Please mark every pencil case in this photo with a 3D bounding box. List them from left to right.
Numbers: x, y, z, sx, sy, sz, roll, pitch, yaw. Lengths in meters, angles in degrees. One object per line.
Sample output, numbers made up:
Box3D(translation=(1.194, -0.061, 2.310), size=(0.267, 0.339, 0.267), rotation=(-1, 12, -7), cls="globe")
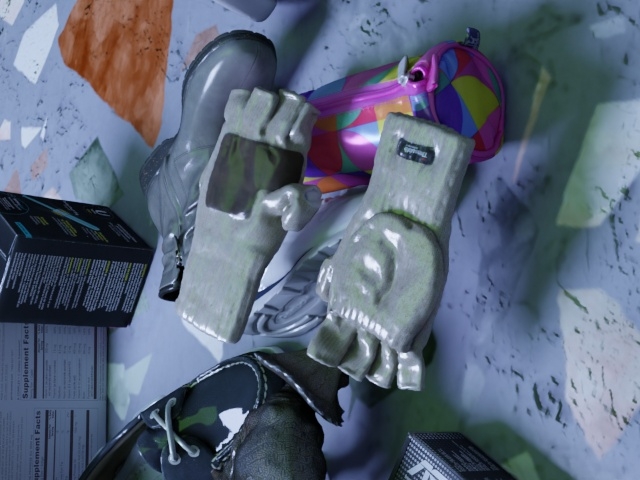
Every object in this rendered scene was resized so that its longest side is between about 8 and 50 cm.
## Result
Box3D(translation=(0.040, -0.095, 0.915), size=(0.236, 0.104, 0.104), rotation=(-13, 75, 48), cls="pencil case")

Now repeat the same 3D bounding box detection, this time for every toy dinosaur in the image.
Box3D(translation=(-0.033, 0.203, 0.882), size=(0.160, 0.121, 0.313), rotation=(101, 179, -53), cls="toy dinosaur")

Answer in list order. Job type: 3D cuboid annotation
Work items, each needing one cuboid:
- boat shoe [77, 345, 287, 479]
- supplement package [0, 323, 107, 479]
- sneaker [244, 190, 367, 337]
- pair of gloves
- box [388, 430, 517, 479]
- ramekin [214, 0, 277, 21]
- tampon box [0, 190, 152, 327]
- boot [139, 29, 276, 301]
Box3D(translation=(-0.135, 0.201, 1.070), size=(0.302, 0.091, 0.114), rotation=(-49, 51, 32), cls="boat shoe")
Box3D(translation=(-0.376, 0.198, 1.304), size=(0.262, 0.145, 0.204), rotation=(-13, 74, 47), cls="supplement package")
Box3D(translation=(0.000, 0.000, 0.960), size=(0.235, 0.090, 0.094), rotation=(-33, 51, 39), cls="sneaker")
Box3D(translation=(-0.003, -0.007, 0.860), size=(0.240, 0.042, 0.204), rotation=(15, 96, 33), cls="pair of gloves")
Box3D(translation=(0.124, 0.295, 0.789), size=(0.270, 0.060, 0.216), rotation=(37, 113, 45), cls="box")
Box3D(translation=(-0.126, -0.327, 1.024), size=(0.127, 0.273, 0.273), rotation=(-54, 48, 13), cls="ramekin")
Box3D(translation=(-0.288, 0.022, 1.218), size=(0.120, 0.161, 0.101), rotation=(38, 113, 46), cls="tampon box")
Box3D(translation=(-0.094, -0.062, 1.062), size=(0.246, 0.083, 0.161), rotation=(-55, 39, 39), cls="boot")
